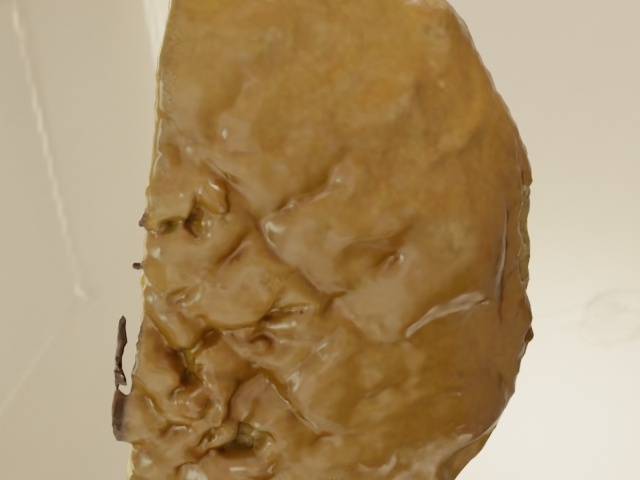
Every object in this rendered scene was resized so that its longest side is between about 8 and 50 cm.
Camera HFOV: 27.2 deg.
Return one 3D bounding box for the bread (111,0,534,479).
[{"bbox_3d":[0.000,0.000,0.461,0.143,0.140,0.228,-111,26,-67],"label":"bread"}]
